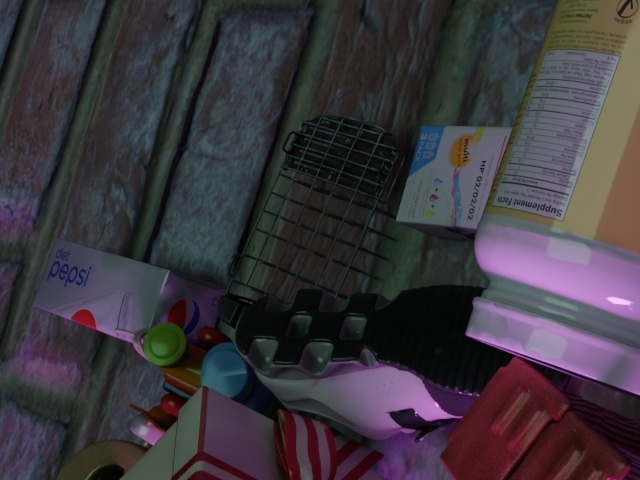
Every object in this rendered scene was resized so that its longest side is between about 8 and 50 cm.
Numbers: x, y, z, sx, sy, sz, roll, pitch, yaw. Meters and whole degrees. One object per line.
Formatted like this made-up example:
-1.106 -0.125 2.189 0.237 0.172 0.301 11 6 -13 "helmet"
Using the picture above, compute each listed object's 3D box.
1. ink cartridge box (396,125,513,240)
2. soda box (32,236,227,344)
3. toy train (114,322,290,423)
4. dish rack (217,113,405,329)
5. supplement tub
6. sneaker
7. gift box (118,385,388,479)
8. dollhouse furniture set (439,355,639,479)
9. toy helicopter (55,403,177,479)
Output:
0.166 -0.054 1.507 0.181 0.061 0.104 6 78 50 "ink cartridge box"
-0.239 0.070 1.906 0.286 0.091 0.098 13 84 52 "soda box"
-0.153 0.127 1.664 0.248 0.143 0.105 23 77 24 "toy train"
0.000 0.000 1.676 0.208 0.074 0.271 22 89 51 "dish rack"
0.264 -0.046 1.242 0.241 0.241 0.331 16 86 52 "supplement tub"
0.091 0.127 1.488 0.330 0.146 0.122 4 49 29 "sneaker"
-0.059 0.312 1.463 0.258 0.276 0.255 -47 31 31 "gift box"
0.152 0.296 1.247 0.374 0.201 0.152 -56 40 14 "dollhouse furniture set"
-0.166 0.283 1.724 0.355 0.140 0.235 -7 59 37 "toy helicopter"
